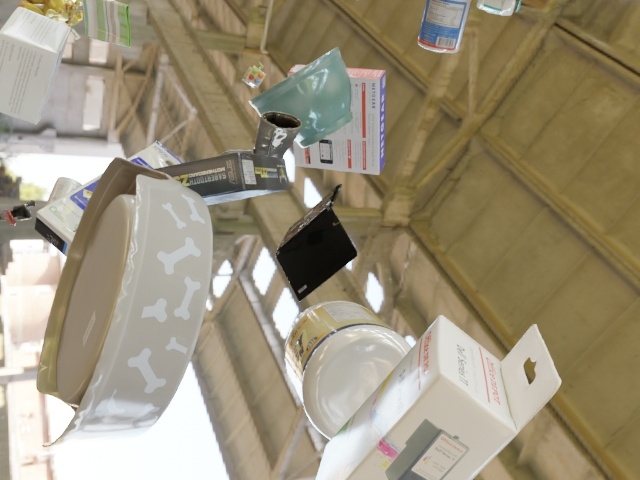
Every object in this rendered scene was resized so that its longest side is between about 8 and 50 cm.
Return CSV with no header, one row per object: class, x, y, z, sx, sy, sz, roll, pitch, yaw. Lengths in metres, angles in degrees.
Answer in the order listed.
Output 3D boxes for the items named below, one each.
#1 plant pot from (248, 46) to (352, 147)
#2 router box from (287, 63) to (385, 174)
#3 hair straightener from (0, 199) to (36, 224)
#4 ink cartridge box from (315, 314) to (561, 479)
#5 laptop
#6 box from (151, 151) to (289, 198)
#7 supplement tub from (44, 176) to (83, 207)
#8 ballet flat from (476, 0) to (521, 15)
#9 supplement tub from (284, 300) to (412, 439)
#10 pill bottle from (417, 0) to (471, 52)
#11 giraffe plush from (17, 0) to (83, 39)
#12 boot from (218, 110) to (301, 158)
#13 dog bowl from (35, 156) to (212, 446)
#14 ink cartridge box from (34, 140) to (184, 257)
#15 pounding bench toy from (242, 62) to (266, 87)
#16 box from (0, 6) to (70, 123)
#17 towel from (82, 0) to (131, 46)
plant pot,-0.028,-0.386,1.822,0.196,0.293,0.293,58,-25,-14
router box,0.057,-0.391,2.100,0.082,0.301,0.335,-62,155,-51
hair straightener,-0.783,-0.069,1.682,0.230,0.089,0.047,-6,-71,58
ink cartridge box,0.138,0.237,0.847,0.353,0.119,0.207,-52,-179,16
laptop,0.000,0.000,1.826,0.234,0.136,0.264,-40,-167,26
box,-0.167,-0.089,0.996,0.233,0.183,0.059,-19,100,-77
supplement tub,-0.621,-0.092,1.556,0.071,0.071,0.107,-31,-139,58
ballet flat,0.482,-0.793,1.767,0.139,0.139,0.400,-31,-132,58
supplement tub,0.051,0.248,1.286,0.316,0.228,0.228,-151,-117,-76
pill bottle,0.353,-0.647,1.792,0.124,0.124,0.221,50,-42,49
giraffe plush,-0.882,-0.773,2.149,0.170,0.210,0.181,0,-121,62
boot,-0.159,-0.246,1.639,0.208,0.190,0.076,121,-35,-64
dog bowl,-0.238,0.074,0.772,0.349,0.102,0.348,-35,-134,48
ink cartridge box,-0.391,-0.069,1.310,0.165,0.333,0.065,40,-44,6
pounding bench toy,-0.215,-0.563,2.164,0.083,0.052,0.065,-58,-158,-2
box,-0.649,-0.389,1.428,0.181,0.119,0.182,-59,-155,28
towel,-0.562,-0.574,1.688,0.152,0.023,0.113,19,-56,23
